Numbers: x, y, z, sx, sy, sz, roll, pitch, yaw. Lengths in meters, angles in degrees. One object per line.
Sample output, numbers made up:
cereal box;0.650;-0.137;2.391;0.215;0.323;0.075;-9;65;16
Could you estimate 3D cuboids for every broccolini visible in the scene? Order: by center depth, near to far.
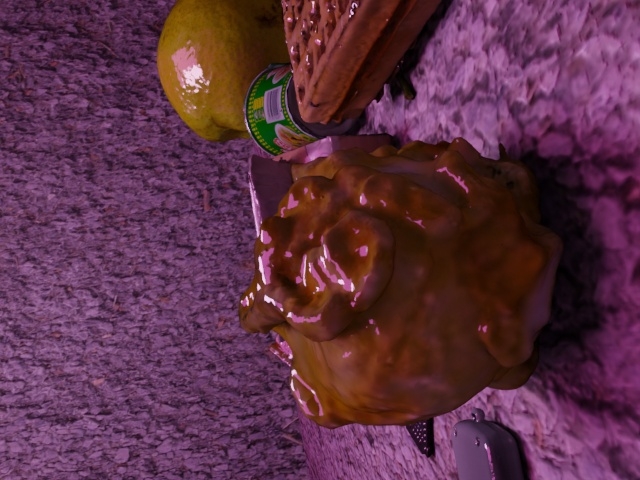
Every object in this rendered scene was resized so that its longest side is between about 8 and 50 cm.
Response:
broccolini;0.107;-0.254;0.960;0.035;0.030;0.139;86;167;-62

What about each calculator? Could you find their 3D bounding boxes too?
calculator;0.211;0.326;0.797;0.141;0.045;0.246;133;128;-78

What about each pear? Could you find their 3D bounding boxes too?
pear;-0.203;-0.414;1.566;0.391;0.391;0.390;171;90;-80

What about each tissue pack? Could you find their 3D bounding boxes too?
tissue pack;0.000;0.000;1.063;0.238;0.239;0.305;176;85;-80

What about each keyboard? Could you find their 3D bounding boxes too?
keyboard;0.150;0.284;1.196;0.262;0.016;0.106;-126;28;-69

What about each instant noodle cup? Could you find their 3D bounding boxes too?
instant noodle cup;-0.029;-0.263;1.274;0.233;0.207;0.207;-165;67;-72

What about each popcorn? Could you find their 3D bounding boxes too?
popcorn;0.065;0.037;0.654;0.312;0.312;0.312;171;90;-80

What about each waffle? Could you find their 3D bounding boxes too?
waffle;0.044;-0.349;0.878;0.376;0.114;0.260;132;132;-69

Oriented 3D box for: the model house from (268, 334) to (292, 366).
model house;-0.014;0.215;1.714;0.220;0.199;0.229;27;106;30
